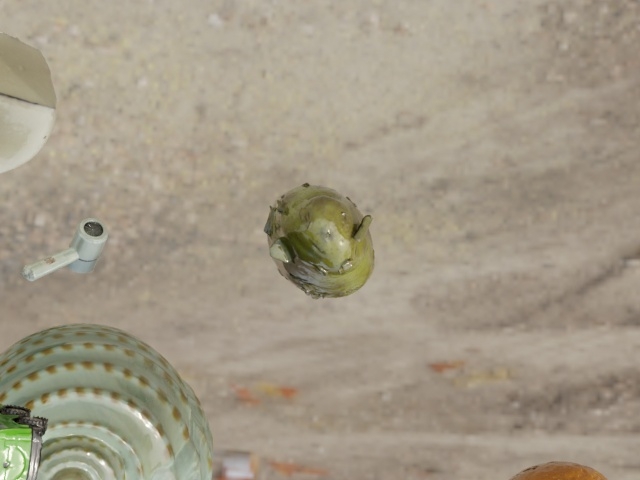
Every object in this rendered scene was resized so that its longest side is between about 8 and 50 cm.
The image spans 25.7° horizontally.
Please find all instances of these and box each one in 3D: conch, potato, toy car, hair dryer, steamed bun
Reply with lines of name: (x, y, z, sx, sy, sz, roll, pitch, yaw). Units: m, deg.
conch: (-0.222, 0.215, 1.495, 0.215, 0.319, 0.303, -22, 108, 24)
potato: (0.000, 0.000, 1.340, 0.117, 0.090, 0.225, 35, 169, 3)
toy car: (-0.291, 0.169, 1.186, 0.062, 0.071, 0.165, 7, -175, -39)
hair dryer: (-0.375, 0.023, 2.032, 0.137, 0.047, 0.082, -26, 158, -39)
steamed bun: (-0.464, -0.178, 1.742, 0.242, 0.146, 0.164, 15, 131, -37)

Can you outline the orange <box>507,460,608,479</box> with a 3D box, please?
orange: (0.214, 0.264, 1.269, 0.136, 0.135, 0.117, 18, -170, -33)
